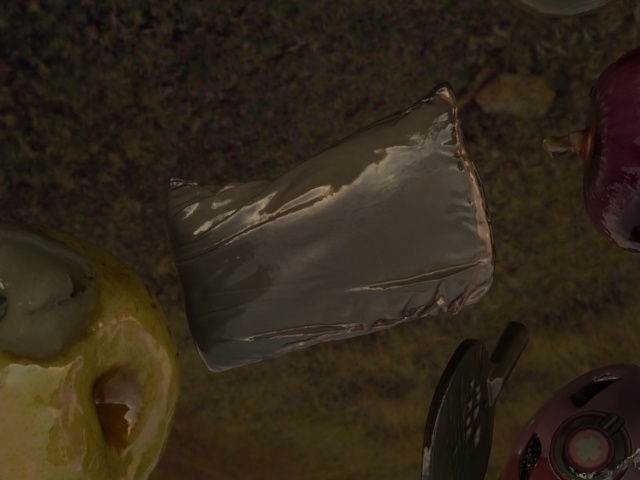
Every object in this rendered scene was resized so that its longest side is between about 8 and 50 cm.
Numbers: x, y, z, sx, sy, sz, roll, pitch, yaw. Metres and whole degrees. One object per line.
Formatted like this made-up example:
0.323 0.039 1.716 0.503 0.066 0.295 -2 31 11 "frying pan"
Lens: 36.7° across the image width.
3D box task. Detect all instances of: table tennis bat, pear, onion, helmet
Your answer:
0.119 0.128 0.734 0.022 0.131 0.234 3 -156 26 "table tennis bat"
-0.245 0.112 0.720 0.271 0.271 0.271 -11 160 -4 "pear"
0.338 -0.079 0.953 0.201 0.200 0.207 0 143 -32 "onion"
0.304 0.229 1.014 0.253 0.198 0.154 -30 141 -26 "helmet"

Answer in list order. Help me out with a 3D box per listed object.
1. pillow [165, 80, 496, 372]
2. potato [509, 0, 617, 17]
0.000 0.000 0.747 0.270 0.173 0.067 -16 -166 20 "pillow"
0.290 -0.332 1.016 0.235 0.160 0.178 -45 -172 39 "potato"
